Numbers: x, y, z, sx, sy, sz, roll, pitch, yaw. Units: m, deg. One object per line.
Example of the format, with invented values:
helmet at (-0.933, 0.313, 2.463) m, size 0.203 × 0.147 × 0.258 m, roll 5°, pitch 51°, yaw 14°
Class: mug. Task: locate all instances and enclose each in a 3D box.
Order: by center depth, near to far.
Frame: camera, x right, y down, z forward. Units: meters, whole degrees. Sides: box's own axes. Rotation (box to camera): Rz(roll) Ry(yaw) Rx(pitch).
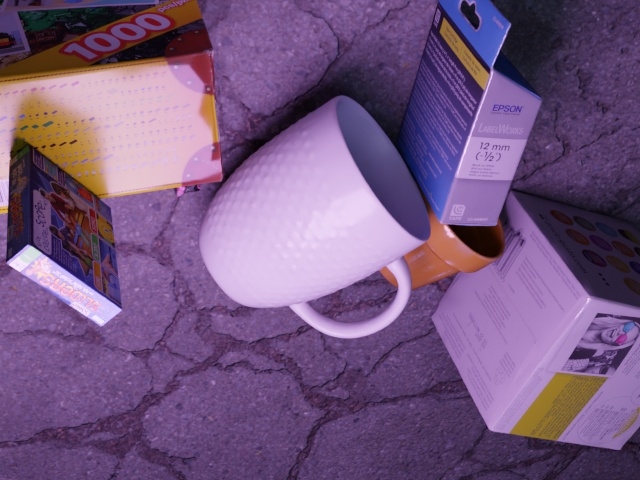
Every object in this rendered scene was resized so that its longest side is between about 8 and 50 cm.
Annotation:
mug at (0.000, 0.000, 1.577) m, size 0.328 × 0.276 × 0.374 m, roll -31°, pitch 103°, yaw 21°

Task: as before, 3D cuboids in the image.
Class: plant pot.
plant pot at (0.200, -0.008, 1.725) m, size 0.205 × 0.205 × 0.188 m, roll 28°, pitch 131°, yaw -32°

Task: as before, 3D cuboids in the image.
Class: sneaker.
sneaker at (-0.215, -0.127, 1.593) m, size 0.057 × 0.047 × 0.119 m, roll -2°, pitch 135°, yaw -23°

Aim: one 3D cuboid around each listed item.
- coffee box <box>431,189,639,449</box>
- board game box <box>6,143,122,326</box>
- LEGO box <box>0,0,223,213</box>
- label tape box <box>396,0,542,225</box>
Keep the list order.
coffee box at (0.479, 0.157, 1.830) m, size 0.334 × 0.338 × 0.338 m, roll 13°, pitch 122°, yaw -25°
board game box at (-0.292, -0.010, 1.070) m, size 0.035 × 0.201 × 0.136 m, roll -38°, pitch 127°, yaw 13°
LEGO box at (-0.403, -0.217, 1.249) m, size 0.499 × 0.373 × 0.193 m, roll -10°, pitch 129°, yaw -10°
label tape box at (0.245, -0.234, 1.511) m, size 0.115 × 0.249 × 0.348 m, roll 3°, pitch 126°, yaw -19°
